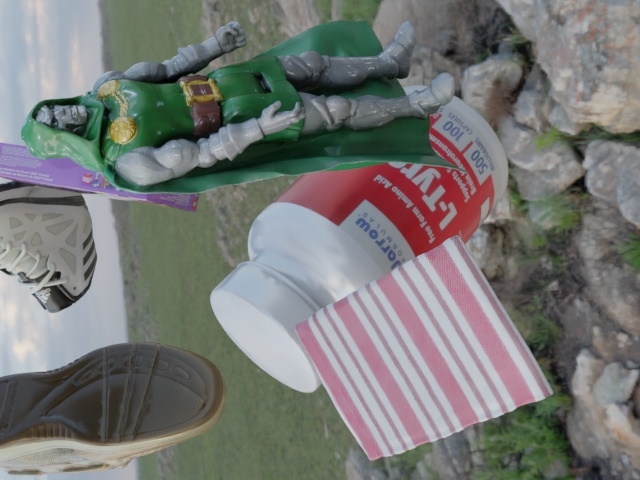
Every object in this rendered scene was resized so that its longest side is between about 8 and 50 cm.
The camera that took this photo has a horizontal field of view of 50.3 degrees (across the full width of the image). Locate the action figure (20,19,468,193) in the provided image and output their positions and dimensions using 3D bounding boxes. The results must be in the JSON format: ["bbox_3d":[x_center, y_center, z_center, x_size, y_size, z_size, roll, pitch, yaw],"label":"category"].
[{"bbox_3d":[-0.041,-0.074,0.374,0.137,0.232,0.063,60,153,30],"label":"action figure"}]

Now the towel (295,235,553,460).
[{"bbox_3d":[0.078,0.097,0.579,0.197,0.029,0.144,-33,85,35],"label":"towel"}]

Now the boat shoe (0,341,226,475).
[{"bbox_3d":[-0.252,0.200,0.773,0.110,0.341,0.122,63,-156,-47],"label":"boat shoe"}]

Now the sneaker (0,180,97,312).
[{"bbox_3d":[-0.561,0.027,1.291,0.447,0.169,0.258,-35,-74,-70],"label":"sneaker"}]

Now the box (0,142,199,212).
[{"bbox_3d":[-0.374,-0.103,1.136,0.201,0.293,0.057,16,-96,-78],"label":"box"}]

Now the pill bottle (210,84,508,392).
[{"bbox_3d":[0.055,-0.007,0.907,0.229,0.408,0.229,33,151,21],"label":"pill bottle"}]
